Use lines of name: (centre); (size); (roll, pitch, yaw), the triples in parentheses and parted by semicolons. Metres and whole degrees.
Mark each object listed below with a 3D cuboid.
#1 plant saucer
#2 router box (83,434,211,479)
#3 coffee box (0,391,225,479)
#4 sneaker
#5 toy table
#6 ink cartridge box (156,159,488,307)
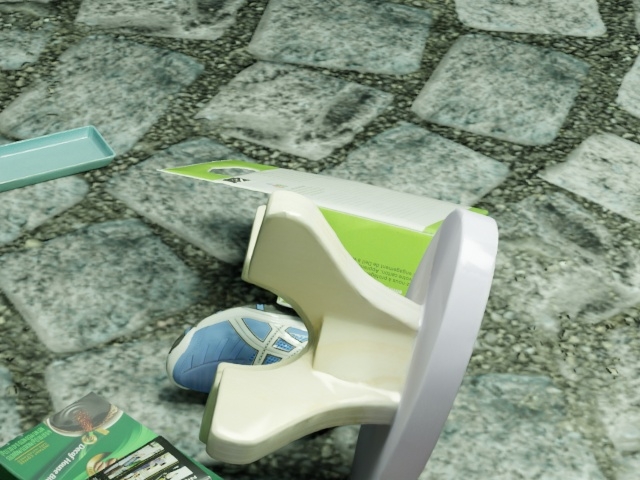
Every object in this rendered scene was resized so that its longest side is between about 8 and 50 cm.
plant saucer: (-0.305, -0.074, 1.686); (0.192, 0.018, 0.067); (-16, 40, -23)
router box: (-0.161, 0.210, 1.167); (0.179, 0.046, 0.133); (-30, 15, -14)
coffee box: (-0.154, 0.195, 1.299); (0.184, 0.040, 0.113); (30, 44, 32)
sneaker: (-0.023, 0.107, 1.399); (0.211, 0.080, 0.081); (0, 34, -3)
toy table: (0.012, 0.076, 1.253); (0.160, 0.274, 0.252); (15, 29, -5)
ink cartridge box: (0.000, 0.000, 1.480); (0.255, 0.097, 0.189); (13, 10, 16)
